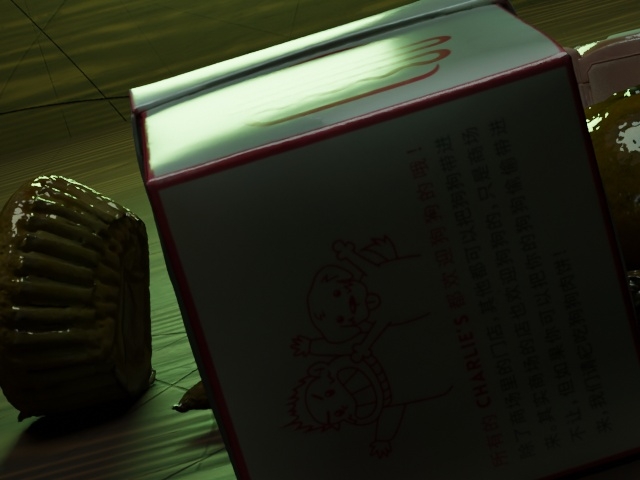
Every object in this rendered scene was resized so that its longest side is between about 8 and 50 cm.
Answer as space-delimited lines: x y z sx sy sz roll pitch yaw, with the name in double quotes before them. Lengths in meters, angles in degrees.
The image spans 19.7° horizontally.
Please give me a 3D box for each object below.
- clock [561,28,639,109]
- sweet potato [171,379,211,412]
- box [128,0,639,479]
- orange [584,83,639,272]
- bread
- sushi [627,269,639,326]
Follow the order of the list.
"clock" 0.405 -0.185 2.210 0.227 0.142 0.241 -11 4 23
"sweet potato" 0.014 0.102 1.596 0.314 0.072 0.066 -13 53 12
"box" 0.048 0.014 1.364 0.312 0.314 0.300 -17 16 -2
"orange" 0.305 -0.055 1.656 0.240 0.171 0.240 -16 14 4
"bread" -0.243 0.053 1.788 0.139 0.240 0.240 -1 16 14
"sushi" 0.254 0.050 1.540 0.120 0.052 0.055 -8 16 36
